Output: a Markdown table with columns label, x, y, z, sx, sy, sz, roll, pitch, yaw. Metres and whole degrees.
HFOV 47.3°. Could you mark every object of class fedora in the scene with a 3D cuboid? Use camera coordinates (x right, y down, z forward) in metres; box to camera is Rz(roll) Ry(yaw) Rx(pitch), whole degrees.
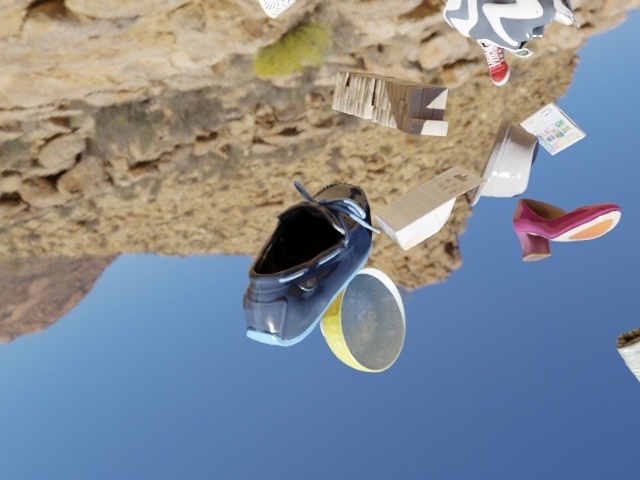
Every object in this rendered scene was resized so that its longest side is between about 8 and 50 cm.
| label | x | y | z | sx | sy | sz | roll | pitch | yaw |
| --- | --- | --- | --- | --- | --- | --- | --- | --- | --- |
| fedora | 0.510 | -0.203 | 1.976 | 0.275 | 0.125 | 0.243 | 100 | 14 | -47 |

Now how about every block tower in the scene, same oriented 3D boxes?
| label | x | y | z | sx | sy | sz | roll | pitch | yaw |
| --- | --- | --- | --- | --- | --- | --- | --- | --- | --- |
| block tower | 0.141 | -0.296 | 1.533 | 0.091 | 0.097 | 0.335 | -3 | -160 | -26 |

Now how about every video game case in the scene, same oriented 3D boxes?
| label | x | y | z | sx | sy | sz | roll | pitch | yaw |
| --- | --- | --- | --- | --- | --- | --- | --- | --- | --- |
| video game case | 0.700 | -0.338 | 2.207 | 0.019 | 0.143 | 0.157 | -49 | -175 | -23 |

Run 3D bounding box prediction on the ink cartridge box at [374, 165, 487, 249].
| label | x | y | z | sx | sy | sz | roll | pitch | yaw |
| --- | --- | --- | --- | --- | --- | --- | --- | --- | --- |
| ink cartridge box | 0.196 | -0.061 | 1.292 | 0.179 | 0.045 | 0.145 | -28 | -160 | -2 |

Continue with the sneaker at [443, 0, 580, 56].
| label | x | y | z | sx | sy | sz | roll | pitch | yaw |
| --- | --- | --- | --- | --- | --- | --- | --- | --- | --- |
| sneaker | 0.265 | -0.325 | 0.865 | 0.094 | 0.153 | 0.234 | -27 | 152 | -58 |

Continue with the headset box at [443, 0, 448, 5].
| label | x | y | z | sx | sy | sz | roll | pitch | yaw |
| --- | --- | --- | --- | --- | --- | --- | --- | --- | --- |
| headset box | 0.293 | -0.648 | 1.647 | 0.131 | 0.246 | 0.283 | -34 | -169 | 13 |

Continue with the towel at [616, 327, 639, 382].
| label | x | y | z | sx | sy | sz | roll | pitch | yaw |
| --- | --- | --- | --- | --- | --- | --- | --- | --- | --- |
| towel | 0.593 | 0.139 | 0.965 | 0.324 | 0.312 | 0.056 | -33 | -148 | 21 |

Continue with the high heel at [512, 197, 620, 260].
| label | x | y | z | sx | sy | sz | roll | pitch | yaw |
| --- | --- | --- | --- | --- | --- | --- | --- | --- | --- |
| high heel | 0.608 | -0.077 | 1.859 | 0.127 | 0.181 | 0.377 | 1 | 164 | -22 |

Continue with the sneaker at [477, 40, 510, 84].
| label | x | y | z | sx | sy | sz | roll | pitch | yaw |
| --- | --- | --- | --- | --- | --- | --- | --- | --- | --- |
| sneaker | 0.338 | -0.366 | 1.432 | 0.042 | 0.067 | 0.118 | -17 | -121 | 30 |

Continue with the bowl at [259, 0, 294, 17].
| label | x | y | z | sx | sy | sz | roll | pitch | yaw |
| --- | --- | --- | --- | --- | --- | --- | --- | --- | --- |
| bowl | -0.077 | -0.529 | 1.423 | 0.080 | 0.170 | 0.170 | -10 | -161 | 17 |

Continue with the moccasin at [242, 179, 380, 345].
| label | x | y | z | sx | sy | sz | roll | pitch | yaw |
| --- | --- | --- | --- | --- | --- | --- | --- | --- | --- |
| moccasin | 0.000 | 0.000 | 0.982 | 0.138 | 0.116 | 0.342 | 5 | -146 | 14 |

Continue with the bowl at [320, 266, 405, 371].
| label | x | y | z | sx | sy | sz | roll | pitch | yaw |
| --- | --- | --- | --- | --- | --- | --- | --- | --- | --- |
| bowl | 0.094 | 0.226 | 2.057 | 0.156 | 0.289 | 0.289 | -12 | -159 | 43 |
